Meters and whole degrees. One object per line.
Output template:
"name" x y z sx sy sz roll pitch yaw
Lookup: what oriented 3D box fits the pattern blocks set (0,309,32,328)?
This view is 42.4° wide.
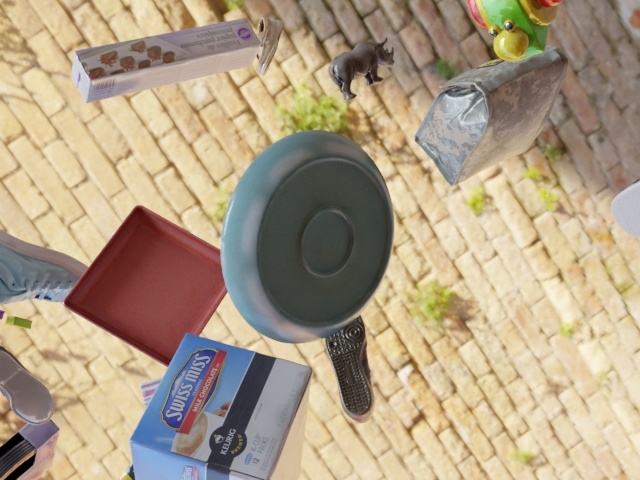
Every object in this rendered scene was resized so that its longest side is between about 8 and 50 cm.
"pattern blocks set" -0.698 0.124 1.583 0.285 0.026 0.325 21 165 -34

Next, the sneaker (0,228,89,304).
"sneaker" -0.628 0.087 1.706 0.366 0.135 0.150 26 -134 -31

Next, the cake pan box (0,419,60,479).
"cake pan box" -0.711 0.529 1.868 0.070 0.246 0.267 40 140 7

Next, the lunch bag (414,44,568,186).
"lunch bag" 0.356 -0.277 1.701 0.169 0.235 0.287 55 154 18

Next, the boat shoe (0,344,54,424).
"boat shoe" -0.574 0.267 1.564 0.065 0.075 0.206 39 160 50

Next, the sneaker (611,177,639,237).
"sneaker" 0.521 -0.097 1.097 0.104 0.147 0.296 53 163 2

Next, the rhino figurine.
"rhino figurine" 0.109 -0.427 1.999 0.073 0.243 0.106 -11 111 49

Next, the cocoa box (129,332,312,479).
"cocoa box" -0.163 0.369 1.398 0.228 0.231 0.347 15 135 9

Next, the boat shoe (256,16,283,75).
"boat shoe" -0.124 -0.421 1.778 0.059 0.063 0.170 21 -133 -12

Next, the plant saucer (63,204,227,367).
"plant saucer" -0.324 0.093 1.628 0.259 0.258 0.047 29 155 6

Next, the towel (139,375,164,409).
"towel" -0.258 0.292 1.537 0.197 0.144 0.029 95 153 -50

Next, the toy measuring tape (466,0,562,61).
"toy measuring tape" 0.254 -0.361 1.040 0.121 0.330 0.121 13 150 7

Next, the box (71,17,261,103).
"box" -0.254 -0.305 1.388 0.063 0.324 0.067 60 148 15

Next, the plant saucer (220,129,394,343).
"plant saucer" 0.000 0.000 1.197 0.044 0.317 0.317 14 143 51

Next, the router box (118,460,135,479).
"router box" -0.310 0.611 1.603 0.309 0.243 0.081 34 180 24

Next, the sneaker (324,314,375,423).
"sneaker" 0.046 0.196 1.300 0.071 0.066 0.188 73 -170 -60
